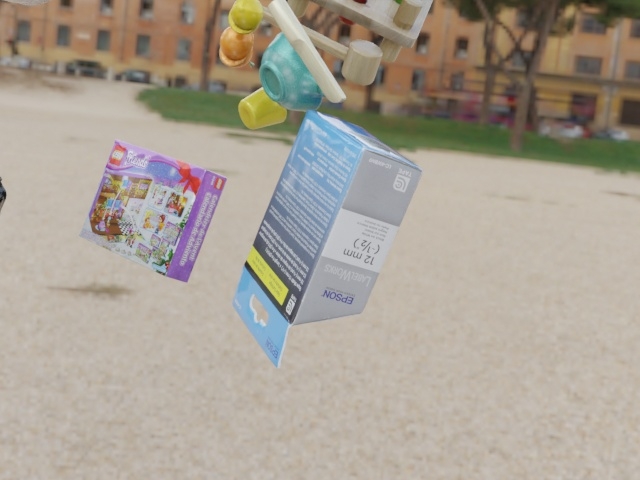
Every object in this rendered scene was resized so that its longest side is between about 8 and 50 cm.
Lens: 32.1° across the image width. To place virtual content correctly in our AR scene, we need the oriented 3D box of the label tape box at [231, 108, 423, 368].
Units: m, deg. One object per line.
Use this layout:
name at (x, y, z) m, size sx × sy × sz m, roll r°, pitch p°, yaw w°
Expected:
label tape box at (0.000, 0.000, 1.692) m, size 0.115 × 0.348 × 0.249 m, roll 15°, pitch 13°, yaw -25°

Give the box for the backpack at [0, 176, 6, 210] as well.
backpack at (-0.650, 0.032, 1.804) m, size 0.213 × 0.263 × 0.276 m, roll 11°, pitch 43°, yaw -4°

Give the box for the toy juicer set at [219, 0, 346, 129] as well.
toy juicer set at (-0.057, -0.298, 1.757) m, size 0.089 × 0.209 × 0.329 m, roll -26°, pitch 9°, yaw -26°

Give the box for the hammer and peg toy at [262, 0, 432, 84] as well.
hammer and peg toy at (0.059, -0.433, 1.962) m, size 0.266 × 0.127 × 0.361 m, roll 26°, pitch 36°, yaw -1°

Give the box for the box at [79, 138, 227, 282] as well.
box at (-0.311, -0.059, 2.030) m, size 0.293 × 0.201 × 0.057 m, roll 21°, pitch 0°, yaw 45°

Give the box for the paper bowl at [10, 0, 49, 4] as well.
paper bowl at (-0.520, -0.544, 1.854) m, size 0.284 × 0.284 × 0.148 m, roll 10°, pitch 7°, yaw 30°
